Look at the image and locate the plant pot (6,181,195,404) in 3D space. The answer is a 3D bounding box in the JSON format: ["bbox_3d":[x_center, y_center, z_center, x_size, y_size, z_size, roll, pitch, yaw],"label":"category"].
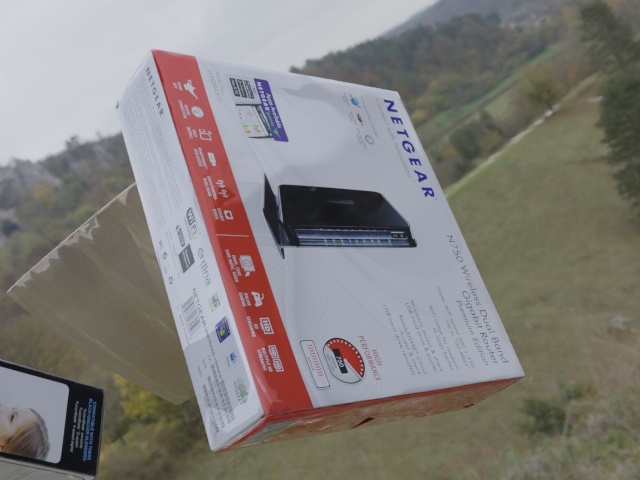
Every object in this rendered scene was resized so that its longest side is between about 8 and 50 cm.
[{"bbox_3d":[-0.251,0.092,1.213,0.256,0.274,0.256,-39,8,6],"label":"plant pot"}]

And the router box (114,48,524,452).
[{"bbox_3d":[0.000,0.000,0.776,0.301,0.335,0.082,0,-31,-41],"label":"router box"}]

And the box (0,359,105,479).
[{"bbox_3d":[-0.353,0.154,0.727,0.169,0.290,0.087,-29,50,36],"label":"box"}]
